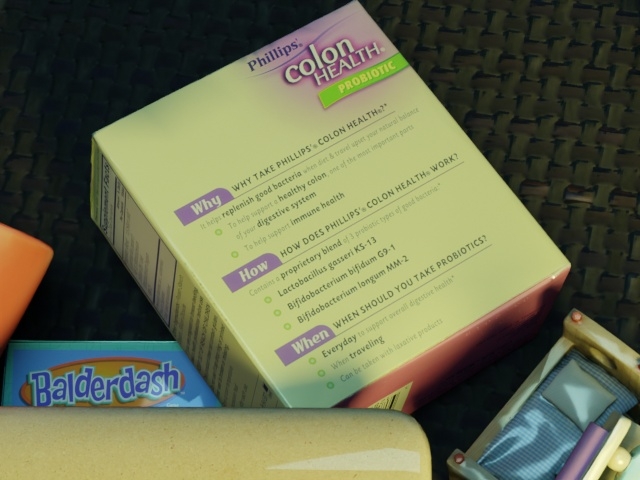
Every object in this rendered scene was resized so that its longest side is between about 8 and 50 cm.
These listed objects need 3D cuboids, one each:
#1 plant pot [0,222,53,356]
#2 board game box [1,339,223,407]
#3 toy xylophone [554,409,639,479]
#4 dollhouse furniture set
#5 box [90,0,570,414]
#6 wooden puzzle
[{"bbox_3d":[-0.341,0.073,1.224,0.275,0.275,0.243,19,85,13],"label":"plant pot"},{"bbox_3d":[-0.138,0.172,1.265,0.160,0.047,0.210,0,71,7],"label":"board game box"},{"bbox_3d":[0.243,0.243,1.115,0.322,0.081,0.236,23,92,-12],"label":"toy xylophone"},{"bbox_3d":[0.192,0.159,1.187,0.183,0.129,0.129,37,79,17],"label":"dollhouse furniture set"},{"bbox_3d":[0.000,0.000,1.247,0.213,0.117,0.243,-30,70,-21],"label":"box"},{"bbox_3d":[-0.083,0.269,1.161,0.322,0.080,0.348,-1,100,10],"label":"wooden puzzle"}]
